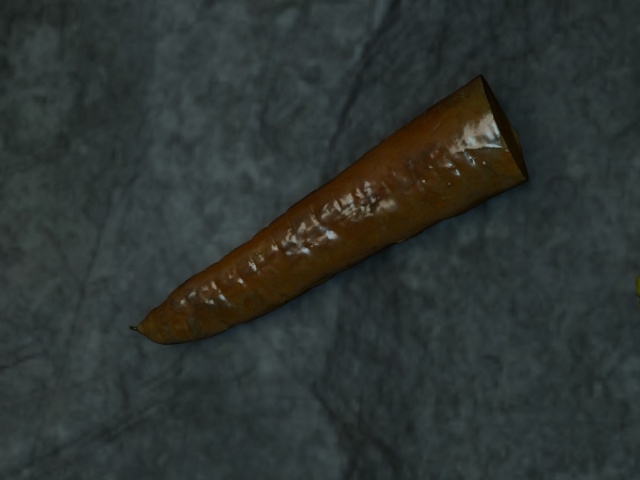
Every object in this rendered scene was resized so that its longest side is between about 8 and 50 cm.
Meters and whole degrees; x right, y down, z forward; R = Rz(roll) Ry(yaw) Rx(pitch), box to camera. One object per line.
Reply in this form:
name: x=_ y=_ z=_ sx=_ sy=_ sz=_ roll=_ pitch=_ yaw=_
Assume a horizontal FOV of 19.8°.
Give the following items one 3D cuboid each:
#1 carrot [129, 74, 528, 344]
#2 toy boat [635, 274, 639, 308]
carrot: x=0.000 y=0.000 z=0.914 sx=0.224 sy=0.057 sz=0.057 roll=-32 pitch=71 yaw=15
toy boat: x=0.293 y=0.062 z=0.773 sx=0.318 sy=0.099 sz=0.141 roll=14 pitch=88 yaw=19
